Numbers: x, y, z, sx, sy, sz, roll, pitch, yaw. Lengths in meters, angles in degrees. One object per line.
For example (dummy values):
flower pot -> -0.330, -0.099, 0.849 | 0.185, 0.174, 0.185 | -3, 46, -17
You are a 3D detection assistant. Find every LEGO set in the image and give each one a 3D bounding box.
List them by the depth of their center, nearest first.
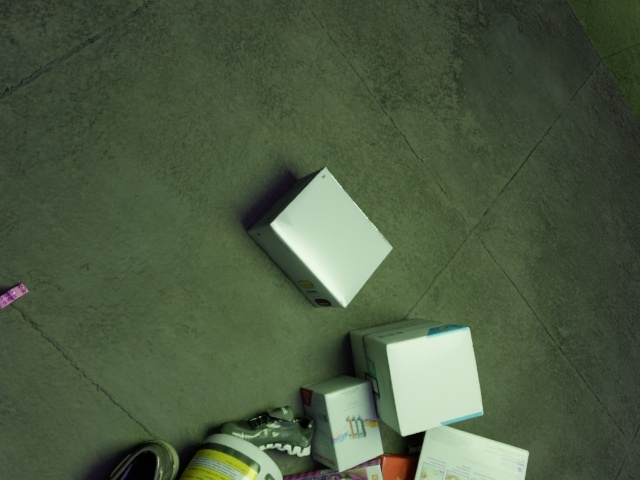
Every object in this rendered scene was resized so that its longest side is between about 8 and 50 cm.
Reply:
LEGO set -> -0.638, 0.123, 0.921 | 0.227, 0.093, 0.087 | -40, 103, -27

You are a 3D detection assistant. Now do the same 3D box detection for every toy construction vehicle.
toy construction vehicle -> 0.247, 0.515, 1.400 | 0.098, 0.035, 0.086 | 3, 71, -31

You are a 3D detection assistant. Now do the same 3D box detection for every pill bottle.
pill bottle -> -0.223, 0.552, 0.990 | 0.188, 0.188, 0.334 | 49, 44, -15

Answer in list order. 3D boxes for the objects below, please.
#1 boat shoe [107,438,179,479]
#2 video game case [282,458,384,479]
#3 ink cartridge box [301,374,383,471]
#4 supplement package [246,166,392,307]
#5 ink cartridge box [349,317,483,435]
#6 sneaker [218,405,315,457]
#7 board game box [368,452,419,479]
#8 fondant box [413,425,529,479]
boat shoe -> -0.393, 0.526, 0.962 | 0.132, 0.130, 0.355 | 21, 64, 9
video game case -> 0.043, 0.619, 1.194 | 0.232, 0.042, 0.210 | -12, 87, 5
ink cartridge box -> 0.049, 0.421, 1.243 | 0.127, 0.128, 0.176 | -8, 88, -30
supplement package -> 0.000, 0.000, 1.263 | 0.262, 0.145, 0.204 | 49, 64, -14
ink cartridge box -> 0.211, 0.302, 1.246 | 0.198, 0.270, 0.197 | -9, 89, -14
sneaker -> -0.109, 0.408, 1.174 | 0.234, 0.078, 0.106 | 20, 95, -29
board game box -> 0.252, 0.682, 1.358 | 0.316, 0.064, 0.242 | 16, 76, -27
fondant box -> 0.330, 0.624, 1.249 | 0.238, 0.096, 0.330 | 14, 72, 13
